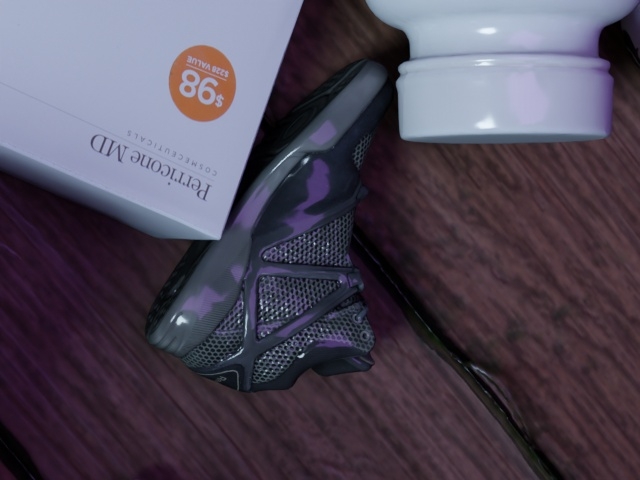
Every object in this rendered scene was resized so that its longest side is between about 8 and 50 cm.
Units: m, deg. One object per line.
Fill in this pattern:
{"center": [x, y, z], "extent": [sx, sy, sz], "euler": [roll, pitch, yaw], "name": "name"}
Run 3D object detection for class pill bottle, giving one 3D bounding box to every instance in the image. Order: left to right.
{"center": [0.111, -0.220, 1.021], "extent": [0.176, 0.176, 0.318], "euler": [0, 91, -21], "name": "pill bottle"}

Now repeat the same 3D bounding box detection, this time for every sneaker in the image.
{"center": [0.000, 0.000, 1.066], "extent": [0.130, 0.087, 0.227], "euler": [35, 78, -17], "name": "sneaker"}

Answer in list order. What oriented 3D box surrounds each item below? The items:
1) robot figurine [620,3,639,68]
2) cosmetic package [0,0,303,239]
{"center": [0.285, -0.230, 1.146], "extent": [0.209, 0.173, 0.278], "euler": [0, 86, -3], "name": "robot figurine"}
{"center": [-0.185, -0.197, 0.970], "extent": [0.377, 0.097, 0.284], "euler": [24, 80, -29], "name": "cosmetic package"}
